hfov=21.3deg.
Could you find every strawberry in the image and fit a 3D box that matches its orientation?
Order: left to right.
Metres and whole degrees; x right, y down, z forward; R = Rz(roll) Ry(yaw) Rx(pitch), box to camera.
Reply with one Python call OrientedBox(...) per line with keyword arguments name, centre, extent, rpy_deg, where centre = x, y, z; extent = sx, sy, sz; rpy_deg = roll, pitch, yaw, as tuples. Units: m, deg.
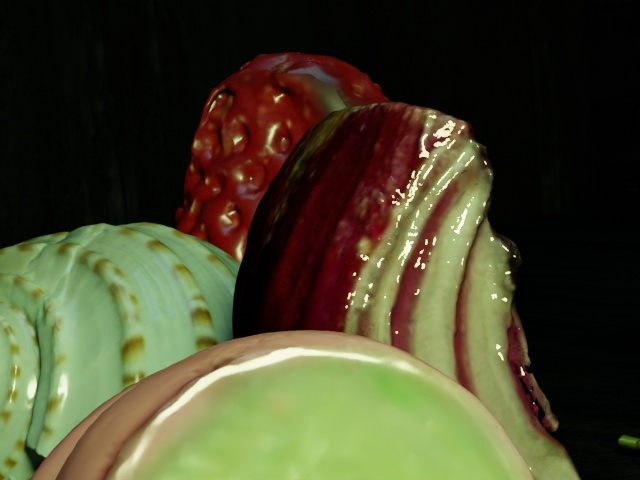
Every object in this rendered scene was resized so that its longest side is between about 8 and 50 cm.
OrientedBox(name="strawberry", centre=(0.000, 0.000, 1.545), extent=(0.295, 0.345, 0.317), rpy_deg=(-12, 8, -42))

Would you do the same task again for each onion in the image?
OrientedBox(name="onion", centre=(0.018, 0.093, 0.987), extent=(0.146, 0.314, 0.280), rpy_deg=(-27, 6, -29))

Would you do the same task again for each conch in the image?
OrientedBox(name="conch", centre=(-0.147, 0.092, 1.221), extent=(0.303, 0.215, 0.319), rpy_deg=(-23, -7, 29))

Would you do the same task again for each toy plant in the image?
OrientedBox(name="toy plant", centre=(-0.060, 0.157, 0.711), extent=(0.317, 0.211, 0.356), rpy_deg=(-8, -7, -16))

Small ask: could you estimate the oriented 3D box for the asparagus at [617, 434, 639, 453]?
OrientedBox(name="asparagus", centre=(0.277, 0.164, 1.304), extent=(0.015, 0.018, 0.127), rpy_deg=(-47, 26, -24))
